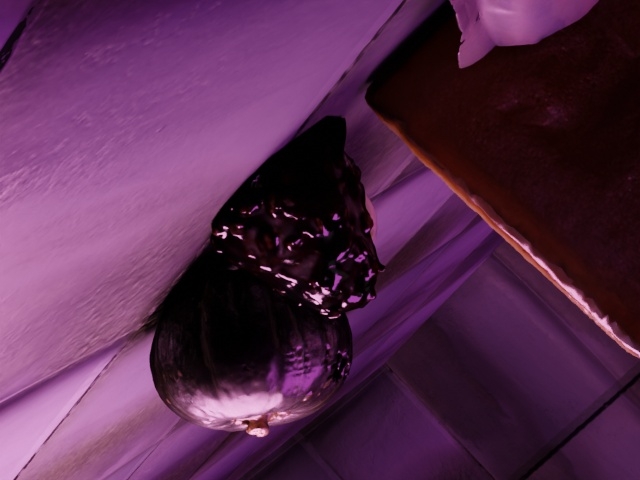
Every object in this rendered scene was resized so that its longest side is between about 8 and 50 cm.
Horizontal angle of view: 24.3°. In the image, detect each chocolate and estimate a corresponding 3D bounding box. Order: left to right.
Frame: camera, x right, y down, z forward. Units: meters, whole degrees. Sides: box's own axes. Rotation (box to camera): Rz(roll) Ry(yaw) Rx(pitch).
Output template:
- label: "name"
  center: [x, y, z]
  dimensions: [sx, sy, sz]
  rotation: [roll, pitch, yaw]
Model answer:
- label: "chocolate"
  center: [0.000, 0.000, 1.229]
  dimensions: [0.156, 0.133, 0.156]
  rotation: [-41, 173, -6]

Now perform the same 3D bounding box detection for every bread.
- label: "bread"
  center: [0.262, -0.116, 1.227]
  dimensions: [0.323, 0.333, 0.143]
  rotation: [-47, 173, 1]

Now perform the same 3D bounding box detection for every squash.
- label: "squash"
  center: [-0.063, 0.098, 1.329]
  dimensions: [0.193, 0.156, 0.193]
  rotation: [-20, -177, 1]

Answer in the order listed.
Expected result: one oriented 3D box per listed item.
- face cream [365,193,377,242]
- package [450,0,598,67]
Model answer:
- label: "face cream"
  center: [-0.001, 0.022, 1.468]
  dimensions: [0.092, 0.092, 0.311]
  rotation: [-42, 172, -12]
- label: "package"
  center: [0.190, -0.234, 1.070]
  dimensions: [0.251, 0.062, 0.204]
  rotation: [-35, 163, 1]
